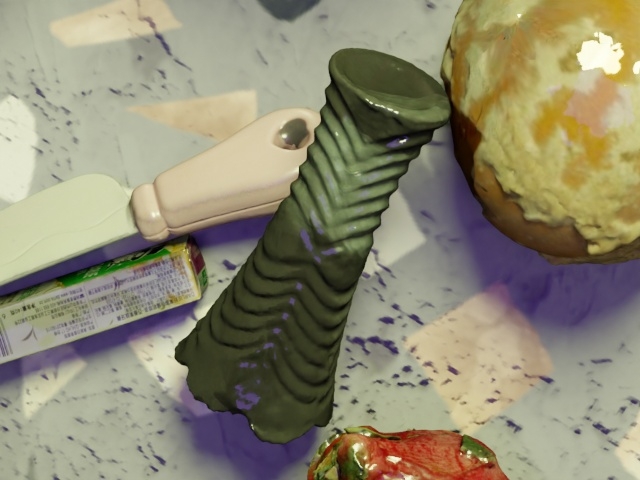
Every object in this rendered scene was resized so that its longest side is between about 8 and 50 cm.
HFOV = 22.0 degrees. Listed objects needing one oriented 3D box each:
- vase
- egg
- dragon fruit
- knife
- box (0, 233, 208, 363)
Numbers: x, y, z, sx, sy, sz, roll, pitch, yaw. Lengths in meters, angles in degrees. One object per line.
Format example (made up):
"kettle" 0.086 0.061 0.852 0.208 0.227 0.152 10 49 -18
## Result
"vase" 0.000 0.000 1.015 0.115 0.115 0.237 25 118 1
"egg" 0.167 -0.099 1.001 0.194 0.195 0.233 2 77 3
"dragon fruit" 0.051 0.244 1.044 0.200 0.198 0.269 22 109 -9
"knife" -0.148 -0.018 1.087 0.335 0.043 0.081 -17 50 3
"box" -0.176 0.048 1.100 0.207 0.050 0.041 -19 97 4
